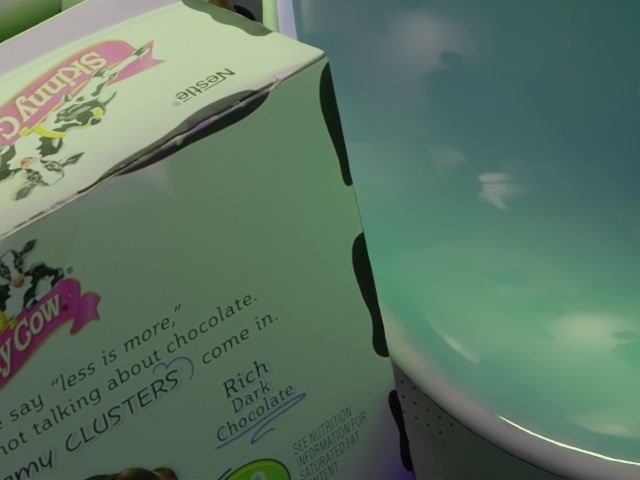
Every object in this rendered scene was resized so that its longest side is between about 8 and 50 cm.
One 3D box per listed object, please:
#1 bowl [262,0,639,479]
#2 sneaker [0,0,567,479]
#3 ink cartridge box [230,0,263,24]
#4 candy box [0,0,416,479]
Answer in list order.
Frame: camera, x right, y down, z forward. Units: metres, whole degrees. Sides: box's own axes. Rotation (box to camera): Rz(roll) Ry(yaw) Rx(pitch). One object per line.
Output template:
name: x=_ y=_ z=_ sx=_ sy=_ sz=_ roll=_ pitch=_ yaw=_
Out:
bowl: x=0.144 y=-0.092 z=0.428 sx=0.163 sy=0.311 sz=0.311 roll=13 pitch=17 yaw=-37
sneaker: x=0.000 y=0.000 z=0.527 sx=0.292 sy=0.169 sz=0.108 roll=-5 pitch=32 yaw=9
ink cartridge box: x=-0.076 y=-0.068 z=0.626 sx=0.273 sy=0.197 sz=0.114 roll=-11 pitch=34 yaw=3
candy box: x=-0.063 y=0.068 z=0.420 sx=0.165 sy=0.196 sz=0.070 roll=-31 pitch=37 yaw=-26
